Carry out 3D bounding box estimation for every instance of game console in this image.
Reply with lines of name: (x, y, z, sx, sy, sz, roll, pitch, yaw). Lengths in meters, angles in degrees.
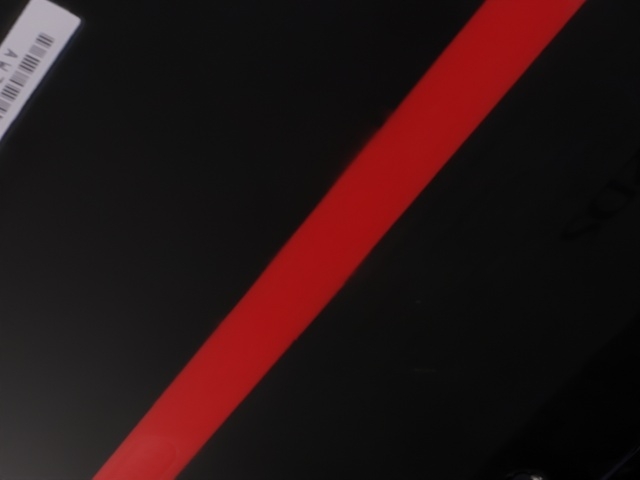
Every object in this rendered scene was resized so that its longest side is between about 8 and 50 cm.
game console: (0.000, 0.000, 0.637, 0.342, 0.060, 0.386, 26, 121, -23)
